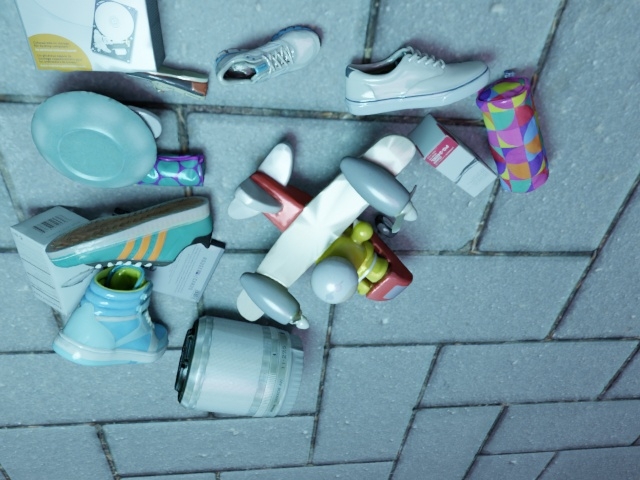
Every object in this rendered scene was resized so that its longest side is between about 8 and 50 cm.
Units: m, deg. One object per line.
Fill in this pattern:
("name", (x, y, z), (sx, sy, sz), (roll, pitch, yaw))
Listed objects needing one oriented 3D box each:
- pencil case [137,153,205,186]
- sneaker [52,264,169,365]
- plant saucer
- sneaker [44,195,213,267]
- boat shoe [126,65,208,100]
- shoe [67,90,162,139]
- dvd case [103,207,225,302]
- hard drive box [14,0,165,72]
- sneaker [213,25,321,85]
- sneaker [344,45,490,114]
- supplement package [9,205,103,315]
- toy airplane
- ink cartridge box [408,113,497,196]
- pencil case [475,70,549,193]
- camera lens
("pencil case", (-0.297, -0.138, 0.846), (0.152, 0.064, 0.070), (2, 140, -10))
("sneaker", (-0.407, 0.159, 0.991), (0.127, 0.319, 0.208), (24, 87, 14))
("plant saucer", (-0.379, -0.151, 0.746), (0.195, 0.037, 0.194), (-4, 137, -4))
("sneaker", (-0.348, 0.010, 0.861), (0.303, 0.108, 0.120), (-19, 120, -26))
("boat shoe", (-0.262, -0.273, 0.763), (0.137, 0.049, 0.043), (6, 128, -17))
("shoe", (-0.362, -0.219, 0.767), (0.178, 0.081, 0.063), (2, 130, -12))
("dvd case", (-0.357, 0.041, 0.993), (0.239, 0.029, 0.179), (20, 121, -22))
("hard drive box", (-0.341, -0.375, 0.649), (0.181, 0.089, 0.232), (-2, 126, -7))
("sneaker", (-0.087, -0.296, 0.746), (0.191, 0.082, 0.071), (-19, 125, 5))
("sneaker", (0.168, -0.287, 0.779), (0.259, 0.094, 0.091), (-12, 131, 2))
("supplement package", (-0.521, 0.041, 0.901), (0.105, 0.105, 0.179), (22, 129, 20))
("toy airplane", (0.000, 0.000, 0.859), (0.385, 0.272, 0.385), (-7, 127, -1))
("ink cartridge box", (0.257, -0.165, 0.872), (0.151, 0.109, 0.063), (30, 116, -26))
("pencil case", (0.376, -0.205, 0.870), (0.105, 0.104, 0.236), (-25, 124, 11))
("camera lens", (-0.202, 0.310, 1.096), (0.275, 0.219, 0.219), (14, 123, -17))
